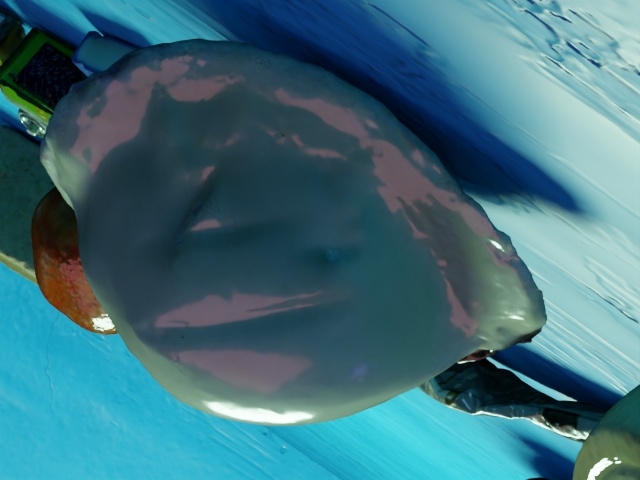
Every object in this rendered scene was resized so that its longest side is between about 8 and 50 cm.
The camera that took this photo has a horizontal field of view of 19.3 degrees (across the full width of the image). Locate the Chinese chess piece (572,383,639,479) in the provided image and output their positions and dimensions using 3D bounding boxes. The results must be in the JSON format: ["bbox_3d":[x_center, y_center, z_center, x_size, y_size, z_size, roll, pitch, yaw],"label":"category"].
[{"bbox_3d":[0.212,0.174,0.868,0.250,0.101,0.250,159,90,-77],"label":"Chinese chess piece"}]

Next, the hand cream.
[{"bbox_3d":[0.125,0.097,1.292,0.248,0.052,0.075,17,-176,42],"label":"hand cream"}]

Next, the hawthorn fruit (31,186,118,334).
[{"bbox_3d":[-0.182,0.001,1.585,0.133,0.133,0.138,31,154,19],"label":"hawthorn fruit"}]

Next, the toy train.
[{"bbox_3d":[-0.206,-0.117,1.267,0.202,0.060,0.081,31,163,16],"label":"toy train"}]

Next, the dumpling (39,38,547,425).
[{"bbox_3d":[-0.024,-0.017,0.966,0.175,0.243,0.227,-90,-24,-54],"label":"dumpling"}]

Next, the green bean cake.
[{"bbox_3d":[-0.256,-0.019,1.748,0.179,0.109,0.085,32,169,15],"label":"green bean cake"}]

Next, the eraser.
[{"bbox_3d":[-0.106,-0.089,1.154,0.063,0.027,0.085,24,166,40],"label":"eraser"}]

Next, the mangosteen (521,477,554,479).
[{"bbox_3d":[0.208,0.353,1.653,0.288,0.288,0.288,33,170,6],"label":"mangosteen"}]
